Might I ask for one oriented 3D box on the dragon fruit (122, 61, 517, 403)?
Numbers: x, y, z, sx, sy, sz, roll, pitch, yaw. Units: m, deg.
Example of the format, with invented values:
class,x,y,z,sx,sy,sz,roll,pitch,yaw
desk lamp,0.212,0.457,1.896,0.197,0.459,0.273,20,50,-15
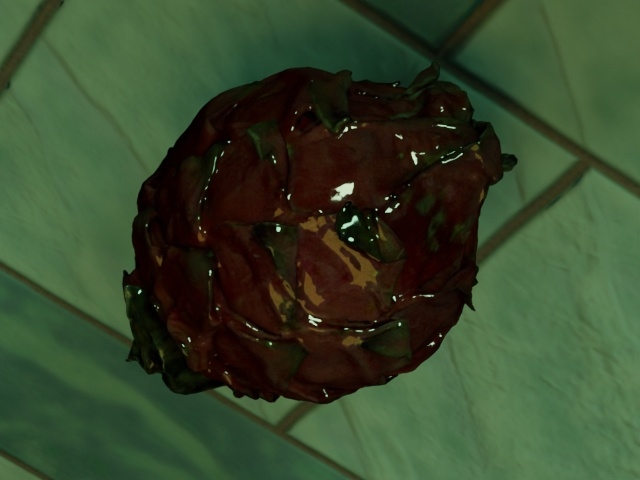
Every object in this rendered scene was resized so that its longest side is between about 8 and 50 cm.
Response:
class,x,y,z,sx,sy,sz,roll,pitch,yaw
dragon fruit,0.000,0.000,1.286,0.299,0.244,0.244,-25,123,22
